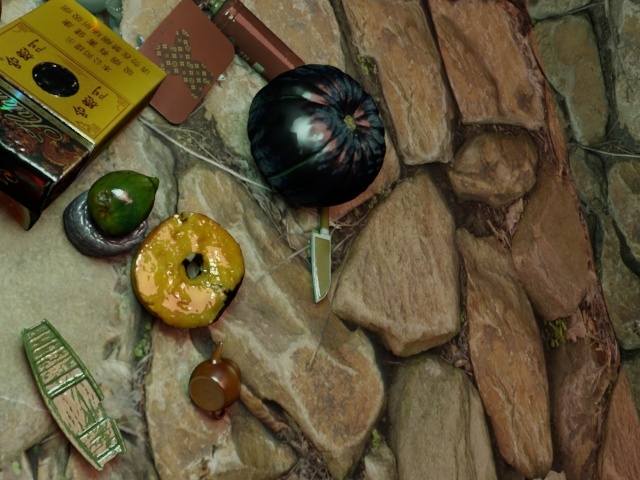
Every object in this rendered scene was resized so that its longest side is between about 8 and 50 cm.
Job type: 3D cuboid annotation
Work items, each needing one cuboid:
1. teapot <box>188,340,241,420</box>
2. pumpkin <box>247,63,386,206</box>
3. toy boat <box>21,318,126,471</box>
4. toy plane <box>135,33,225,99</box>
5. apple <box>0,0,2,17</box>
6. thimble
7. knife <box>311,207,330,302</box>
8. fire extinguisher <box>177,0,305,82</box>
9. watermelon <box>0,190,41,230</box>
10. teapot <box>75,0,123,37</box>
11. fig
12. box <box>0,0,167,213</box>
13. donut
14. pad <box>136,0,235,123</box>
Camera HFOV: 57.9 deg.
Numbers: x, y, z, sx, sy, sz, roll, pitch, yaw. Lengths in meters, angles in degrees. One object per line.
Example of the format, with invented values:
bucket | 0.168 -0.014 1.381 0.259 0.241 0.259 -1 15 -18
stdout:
teapot | -0.215 0.301 1.231 0.116 0.116 0.173 -20 116 -41
pumpkin | -0.003 -0.262 1.456 0.363 0.266 0.363 11 71 -35
toy boat | -0.459 0.282 1.065 0.093 0.055 0.293 -32 98 -39
toy plane | -0.335 -0.421 1.379 0.226 0.058 0.226 17 65 -37
apple | -0.670 -0.423 1.036 0.160 0.173 0.195 51 55 -12
thimble | -0.428 -0.040 1.161 0.150 0.098 0.150 12 70 -36
knife | -0.001 0.000 1.535 0.061 0.027 0.343 15 65 -36
fire extinguisher | -0.207 -0.518 1.491 0.337 0.106 0.147 38 79 -23
watermelon | -0.571 -0.100 1.098 0.094 0.125 0.135 -5 46 -9
teapot | -0.523 -0.576 1.234 0.294 0.129 0.193 45 54 -17
fig | -0.357 -0.088 1.106 0.117 0.117 0.177 57 42 -10
box | -0.503 -0.269 1.083 0.264 0.116 0.415 39 42 -14
donut | -0.283 0.064 1.234 0.253 0.118 0.253 15 66 -37
pad | -0.322 -0.417 1.350 0.181 0.004 0.267 43 67 -30
